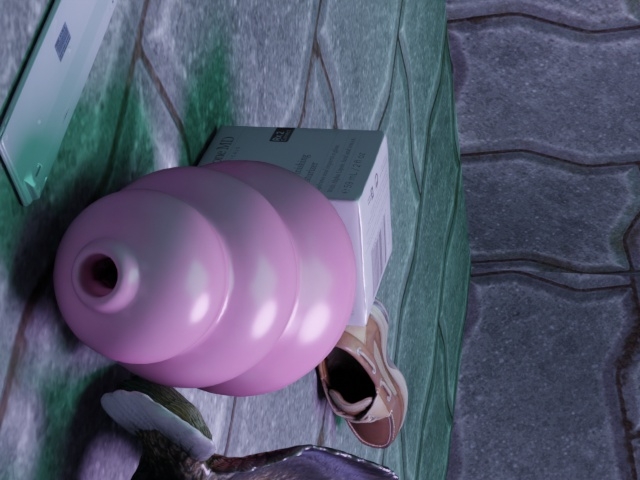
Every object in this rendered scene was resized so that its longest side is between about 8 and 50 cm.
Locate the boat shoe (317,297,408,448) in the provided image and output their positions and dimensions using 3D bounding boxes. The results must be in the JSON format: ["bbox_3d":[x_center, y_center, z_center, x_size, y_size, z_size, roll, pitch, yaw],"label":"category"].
[{"bbox_3d":[0.050,0.214,2.018,0.324,0.123,0.116,72,30,-42],"label":"boat shoe"}]

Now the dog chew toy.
[{"bbox_3d":[-0.099,0.029,1.103,0.332,0.207,0.206,7,86,-69],"label":"dog chew toy"}]

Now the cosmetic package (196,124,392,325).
[{"bbox_3d":[-0.030,-0.018,1.405,0.151,0.184,0.151,-68,158,-56],"label":"cosmetic package"}]

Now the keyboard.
[{"bbox_3d":[-0.195,-0.144,1.035,0.072,0.014,0.256,71,24,-47],"label":"keyboard"}]

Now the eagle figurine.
[{"bbox_3d":[-0.093,0.204,1.126,0.226,0.225,0.298,58,33,0],"label":"eagle figurine"}]
